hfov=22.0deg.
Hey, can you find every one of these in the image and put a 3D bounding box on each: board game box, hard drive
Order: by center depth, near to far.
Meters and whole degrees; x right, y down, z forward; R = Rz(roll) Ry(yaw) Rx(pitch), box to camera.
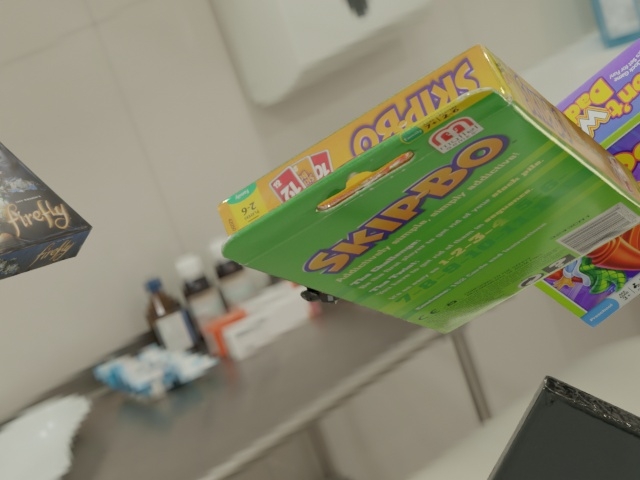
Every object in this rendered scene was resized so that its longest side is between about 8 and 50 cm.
[{"bbox_3d":[0.057,-0.014,0.714,0.124,0.039,0.259,-31,-18,16],"label":"board game box"},{"bbox_3d":[0.143,0.153,0.953,0.094,0.135,0.022,25,25,-1],"label":"hard drive"},{"bbox_3d":[-0.347,-0.029,1.534,0.042,0.165,0.243,-56,-16,25],"label":"board game box"},{"bbox_3d":[0.335,-0.081,1.646,0.347,0.233,0.078,-40,46,18],"label":"board game box"}]

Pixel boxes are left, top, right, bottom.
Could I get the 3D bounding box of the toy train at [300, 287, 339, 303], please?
[{"bbox_3d":[0.000,0.000,1.135,0.036,0.158,0.027,11,60,12],"label":"toy train"}]
